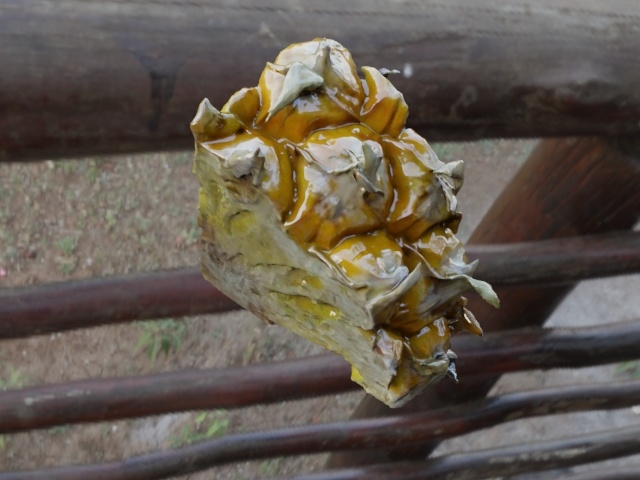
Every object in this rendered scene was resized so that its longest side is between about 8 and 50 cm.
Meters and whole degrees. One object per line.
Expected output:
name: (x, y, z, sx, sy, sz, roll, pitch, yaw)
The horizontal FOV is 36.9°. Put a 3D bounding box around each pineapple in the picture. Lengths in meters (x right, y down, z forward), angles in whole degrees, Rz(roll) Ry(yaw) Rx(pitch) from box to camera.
pineapple: (0.000, 0.000, 0.579, 0.114, 0.186, 0.236, -38, 118, -30)
